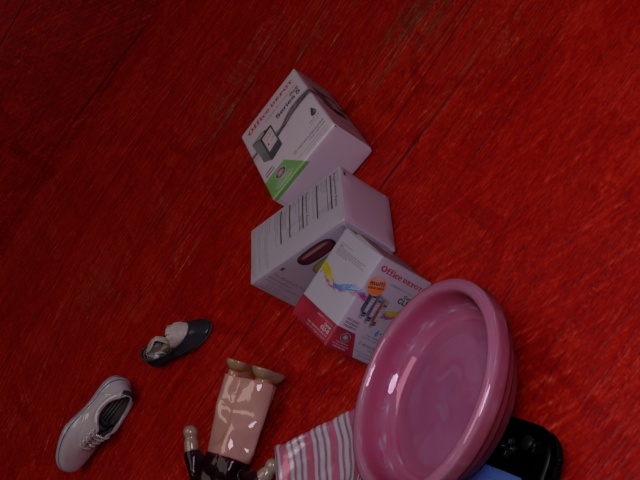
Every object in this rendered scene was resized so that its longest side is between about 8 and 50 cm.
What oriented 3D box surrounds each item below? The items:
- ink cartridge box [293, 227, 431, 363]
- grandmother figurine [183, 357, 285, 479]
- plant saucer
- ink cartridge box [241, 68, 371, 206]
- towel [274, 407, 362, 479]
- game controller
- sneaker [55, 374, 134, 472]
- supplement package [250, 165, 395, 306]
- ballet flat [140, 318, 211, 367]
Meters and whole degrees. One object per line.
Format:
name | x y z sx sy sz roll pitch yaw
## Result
ink cartridge box | 0.069 0.095 1.493 0.176 0.128 0.127 -58 35 5
grandmother figurine | -0.162 0.395 1.607 0.208 0.104 0.342 9 76 38
plant saucer | 0.170 0.220 1.275 0.332 0.084 0.332 -49 26 35
ink cartridge box | -0.037 -0.202 1.843 0.198 0.115 0.273 -50 36 15
towel | -0.005 0.373 1.466 0.197 0.029 0.144 -31 44 28
game controller | 0.212 0.387 1.167 0.166 0.067 0.319 9 73 53
sneaker | -0.519 0.429 2.028 0.258 0.094 0.091 -58 31 4
supplement package | 0.000 0.000 1.636 0.244 0.139 0.133 -35 41 33
ballet flat | -0.326 0.223 1.952 0.203 0.074 0.074 -33 44 34
